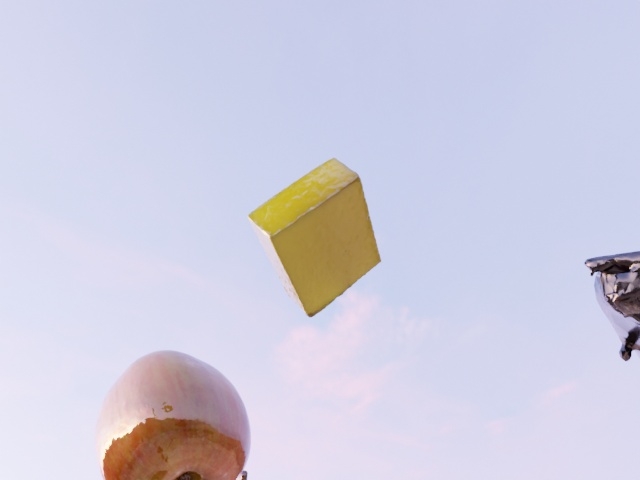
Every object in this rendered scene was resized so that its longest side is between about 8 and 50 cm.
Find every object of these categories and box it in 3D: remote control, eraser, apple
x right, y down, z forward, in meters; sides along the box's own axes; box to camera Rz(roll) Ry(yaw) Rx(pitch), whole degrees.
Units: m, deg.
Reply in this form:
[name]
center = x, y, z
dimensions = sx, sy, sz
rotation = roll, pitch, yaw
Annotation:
[remote control]
center = 0.354, 0.101, 0.577
dimensions = 0.145, 0.062, 0.399
rotation = -9, -29, 36
[eraser]
center = 0.000, 0.000, 0.599
dimensions = 0.097, 0.045, 0.122
rotation = -36, -42, -14
[apple]
center = -0.244, 0.310, 1.062
dimensions = 0.242, 0.241, 0.242
rotation = -13, -53, -18

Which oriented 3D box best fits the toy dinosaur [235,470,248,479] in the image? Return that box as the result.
[toy dinosaur]
center = -0.196, 0.317, 0.535
dimensions = 0.328, 0.206, 0.112
rotation = -21, -83, -7
